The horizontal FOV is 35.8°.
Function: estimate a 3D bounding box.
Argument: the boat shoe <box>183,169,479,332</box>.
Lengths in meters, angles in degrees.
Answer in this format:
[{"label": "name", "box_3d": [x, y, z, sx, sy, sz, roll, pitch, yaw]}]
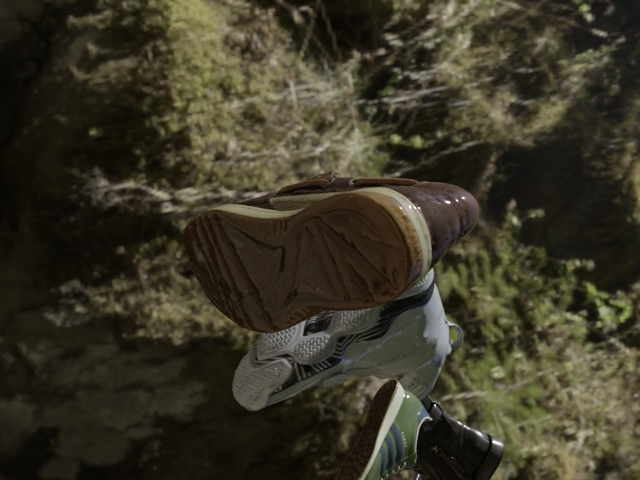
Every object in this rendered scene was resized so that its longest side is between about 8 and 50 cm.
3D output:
[{"label": "boat shoe", "box_3d": [0.000, 0.000, 0.882, 0.342, 0.123, 0.123, -14, -79, 54]}]

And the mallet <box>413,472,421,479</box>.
[{"label": "mallet", "box_3d": [0.207, 0.439, 2.010, 0.039, 0.189, 0.062, -15, -72, 31]}]

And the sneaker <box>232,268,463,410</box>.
[{"label": "sneaker", "box_3d": [0.054, 0.189, 1.552, 0.210, 0.366, 0.137, 55, -1, -30]}]

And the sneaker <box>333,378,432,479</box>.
[{"label": "sneaker", "box_3d": [0.088, 0.282, 1.291, 0.086, 0.192, 0.064, 38, -30, -18]}]

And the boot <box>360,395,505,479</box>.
[{"label": "boot", "box_3d": [0.168, 0.385, 1.708, 0.263, 0.229, 0.091, -60, -170, 0]}]
